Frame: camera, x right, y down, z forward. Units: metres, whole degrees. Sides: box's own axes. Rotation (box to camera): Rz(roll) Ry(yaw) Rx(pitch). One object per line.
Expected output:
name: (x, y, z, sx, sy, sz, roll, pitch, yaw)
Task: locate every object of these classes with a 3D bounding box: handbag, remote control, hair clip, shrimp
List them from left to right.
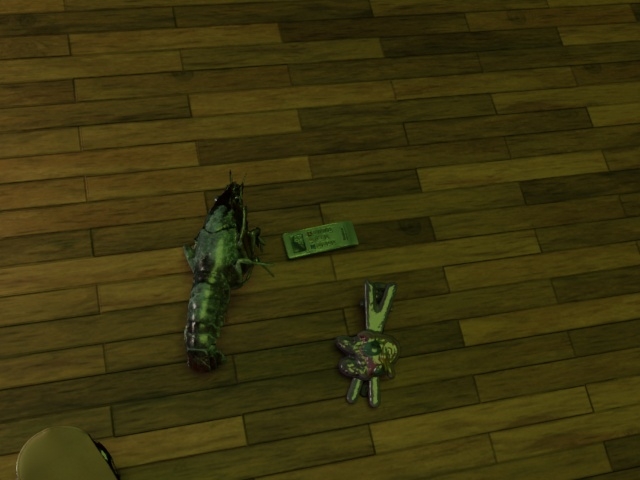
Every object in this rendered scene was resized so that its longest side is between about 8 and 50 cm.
handbag: (-0.447, 0.439, 1.454, 0.179, 0.116, 0.205, -24, 71, -45)
shrimp: (-0.198, 0.059, 1.681, 0.221, 0.166, 0.411, 3, 58, 19)
remote control: (0.000, 0.000, 1.811, 0.162, 0.029, 0.061, -11, 68, -11)
hair clip: (0.100, 0.198, 1.713, 0.137, 0.090, 0.279, 9, 65, 2)
